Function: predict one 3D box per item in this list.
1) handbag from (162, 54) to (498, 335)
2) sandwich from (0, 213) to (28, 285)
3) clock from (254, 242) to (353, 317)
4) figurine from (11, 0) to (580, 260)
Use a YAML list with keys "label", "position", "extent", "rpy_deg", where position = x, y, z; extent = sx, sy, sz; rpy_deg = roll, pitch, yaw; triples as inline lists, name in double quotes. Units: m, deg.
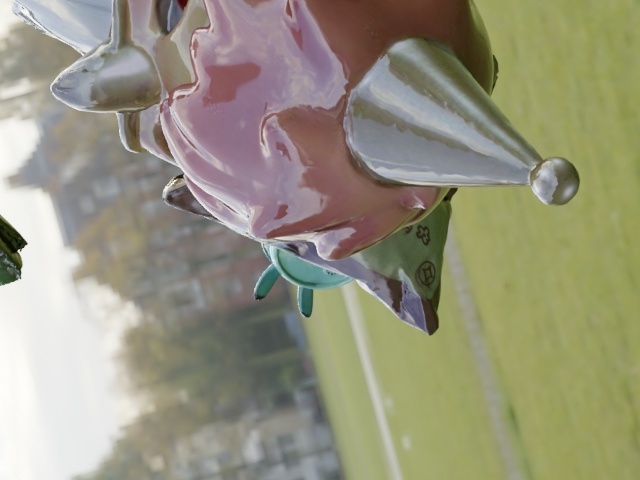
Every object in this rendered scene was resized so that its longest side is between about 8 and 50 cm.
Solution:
- label: "handbag"
  position: [0.014, -0.072, 1.333]
  extent: [0.127, 0.213, 0.235]
  rpy_deg: [127, 163, -57]
- label: "sandwich"
  position: [-0.361, 0.012, 1.525]
  extent: [0.235, 0.159, 0.079]
  rpy_deg: [31, -171, -40]
- label: "clock"
  position: [0.000, 0.000, 1.531]
  extent: [0.135, 0.101, 0.041]
  rpy_deg: [-57, 25, 29]
- label: "figurine"
  position: [-0.037, -0.085, 0.793]
  extent: [0.387, 0.166, 0.207]
  rpy_deg: [42, 140, 39]
